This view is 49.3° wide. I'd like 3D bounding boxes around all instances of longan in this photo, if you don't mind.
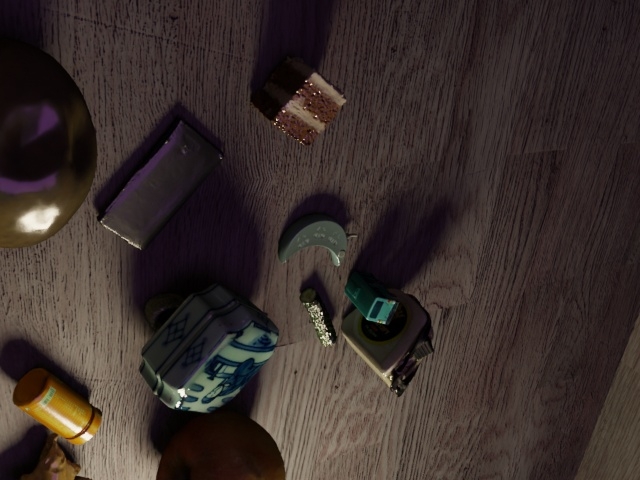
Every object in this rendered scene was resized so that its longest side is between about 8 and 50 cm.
[{"bbox_3d":[-0.522,-0.160,1.176,0.288,0.288,0.351,-6,109,-31],"label":"longan"}]

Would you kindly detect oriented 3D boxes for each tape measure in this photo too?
[{"bbox_3d":[0.215,0.266,1.913,0.231,0.271,0.133,-38,132,-7],"label":"tape measure"}]

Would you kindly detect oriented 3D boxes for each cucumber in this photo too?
[{"bbox_3d":[-0.004,0.205,1.877,0.058,0.058,0.187,-32,128,-14],"label":"cucumber"}]

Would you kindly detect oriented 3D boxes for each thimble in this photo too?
[{"bbox_3d":[-0.348,0.167,1.616,0.109,0.062,0.085,-13,122,-28],"label":"thimble"}]

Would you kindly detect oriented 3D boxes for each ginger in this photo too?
[{"bbox_3d":[-0.629,0.589,1.639,0.218,0.123,0.270,9,111,-34],"label":"ginger"}]

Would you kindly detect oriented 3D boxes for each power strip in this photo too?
[{"bbox_3d":[0.000,0.000,1.763,0.215,0.044,0.137,2,114,-34],"label":"power strip"}]

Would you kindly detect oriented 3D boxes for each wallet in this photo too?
[{"bbox_3d":[-0.337,-0.113,1.479,0.285,0.030,0.146,-50,136,0],"label":"wallet"}]

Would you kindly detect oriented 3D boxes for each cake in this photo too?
[{"bbox_3d":[-0.047,-0.301,1.488,0.134,0.135,0.147,27,104,-42],"label":"cake"}]

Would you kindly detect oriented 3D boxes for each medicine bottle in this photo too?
[{"bbox_3d":[-0.585,0.372,1.557,0.096,0.096,0.192,-41,131,-7],"label":"medicine bottle"}]

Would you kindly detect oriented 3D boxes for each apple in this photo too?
[{"bbox_3d":[-0.242,0.614,1.776,0.304,0.338,0.339,20,105,-38],"label":"apple"}]

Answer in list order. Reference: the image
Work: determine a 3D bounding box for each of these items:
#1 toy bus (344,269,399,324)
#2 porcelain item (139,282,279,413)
[{"bbox_3d":[0.131,0.149,1.868,0.091,0.160,0.079,15,108,-30],"label":"toy bus"},{"bbox_3d":[-0.249,0.258,1.622,0.286,0.157,0.281,-48,153,-2],"label":"porcelain item"}]
